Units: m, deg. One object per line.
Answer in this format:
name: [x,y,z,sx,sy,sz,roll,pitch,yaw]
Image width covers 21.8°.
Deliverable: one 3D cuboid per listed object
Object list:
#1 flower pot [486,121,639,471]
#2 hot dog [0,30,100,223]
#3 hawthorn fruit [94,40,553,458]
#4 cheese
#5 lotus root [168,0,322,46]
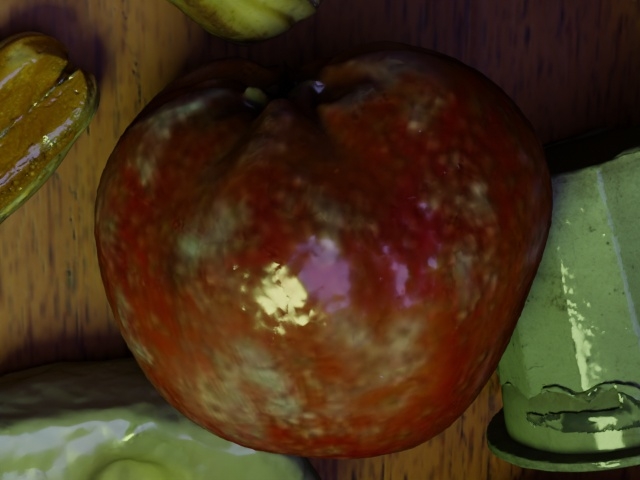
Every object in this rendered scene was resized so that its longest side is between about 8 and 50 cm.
flower pot: [0.193,0.033,1.167,0.212,0.212,0.202,-20,100,-10]
hot dog: [-0.242,-0.038,1.064,0.235,0.062,0.092,-41,115,-4]
hawthorn fruit: [0.000,0.000,1.052,0.284,0.284,0.284,-6,110,-16]
cheese: [-0.147,0.232,1.158,0.326,0.115,0.318,-17,112,-11]
lotus root: [-0.057,-0.192,1.062,0.135,0.095,0.159,43,52,-30]
